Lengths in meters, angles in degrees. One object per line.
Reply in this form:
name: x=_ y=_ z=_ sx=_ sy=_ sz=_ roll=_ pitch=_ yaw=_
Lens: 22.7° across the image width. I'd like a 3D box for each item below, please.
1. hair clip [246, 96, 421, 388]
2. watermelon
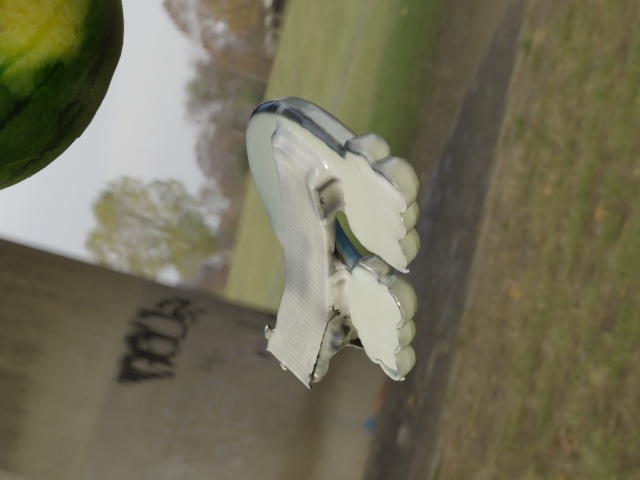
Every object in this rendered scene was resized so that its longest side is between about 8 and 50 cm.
hair clip: x=0.000 y=0.000 z=0.874 sx=0.054 sy=0.140 sz=0.220 roll=-29 pitch=-34 yaw=-21
watermelon: x=-0.229 y=-0.125 z=0.900 sx=0.204 sy=0.232 sz=0.127 roll=63 pitch=173 yaw=8
